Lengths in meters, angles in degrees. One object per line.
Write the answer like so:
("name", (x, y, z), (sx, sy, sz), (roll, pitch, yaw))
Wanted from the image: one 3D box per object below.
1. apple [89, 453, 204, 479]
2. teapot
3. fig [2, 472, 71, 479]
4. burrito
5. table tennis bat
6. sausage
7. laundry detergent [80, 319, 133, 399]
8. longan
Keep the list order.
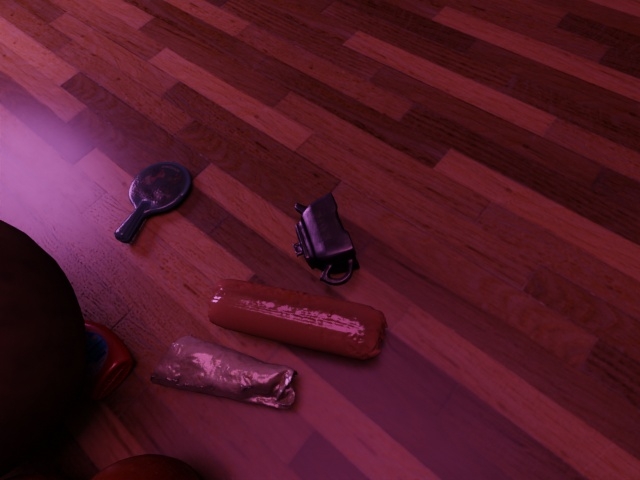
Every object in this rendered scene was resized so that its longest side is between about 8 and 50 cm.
("apple", (-0.220, 0.364, 0.505), (0.162, 0.201, 0.201), (-6, 61, 18))
("teapot", (0.000, 0.000, 0.731), (0.096, 0.087, 0.177), (-21, 62, 0))
("fig", (-0.403, 0.380, 0.541), (0.207, 0.175, 0.175), (7, 61, 32))
("burrito", (-0.141, 0.203, 0.651), (0.226, 0.060, 0.086), (10, 68, 12))
("table tennis bat", (-0.337, -0.079, 0.842), (0.125, 0.033, 0.201), (16, 60, 16))
("sausage", (-0.041, 0.121, 0.669), (0.289, 0.086, 0.086), (10, 64, 11))
("laundry detergent", (-0.387, 0.179, 0.702), (0.165, 0.049, 0.097), (34, 78, 24))
("longan", (-0.502, 0.133, 0.554), (0.336, 0.404, 0.404), (-34, 63, -25))
